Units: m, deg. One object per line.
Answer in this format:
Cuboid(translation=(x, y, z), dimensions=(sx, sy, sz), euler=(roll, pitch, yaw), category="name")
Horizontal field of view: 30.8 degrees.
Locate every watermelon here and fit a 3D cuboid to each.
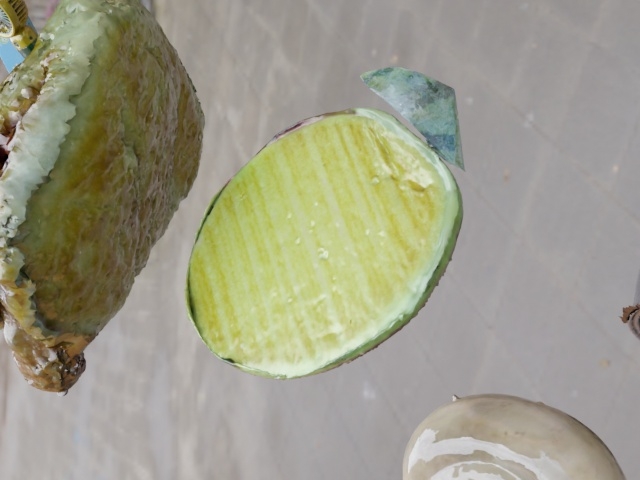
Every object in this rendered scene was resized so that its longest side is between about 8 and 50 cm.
Cuboid(translation=(0.132, -0.165, 1.497), dimensions=(0.081, 0.180, 0.094), euler=(-46, 8, -11), category="watermelon")

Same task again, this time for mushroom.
Cuboid(translation=(0.182, 0.325, 1.284), dimensions=(0.292, 0.290, 0.292), euler=(16, 114, 40), category="mushroom")

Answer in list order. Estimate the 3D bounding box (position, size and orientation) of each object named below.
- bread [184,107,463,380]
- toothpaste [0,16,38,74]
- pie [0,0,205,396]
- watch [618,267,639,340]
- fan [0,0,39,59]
Cuboid(translation=(-0.004, 0.005, 1.104), dimensions=(0.301, 0.045, 0.301), euler=(-19, 50, 23), category="bread")
Cuboid(translation=(-0.489, -0.310, 1.920), dimensions=(0.266, 0.050, 0.065), euler=(66, -150, -27), category="toothpaste")
Cuboid(translation=(-0.263, -0.084, 1.264), dimensions=(0.395, 0.180, 0.418), euler=(86, -152, -60), category="pie")
Cuboid(translation=(0.670, 0.080, 1.913), dimensions=(0.327, 0.335, 0.314), euler=(-5, 59, 41), category="watch")
Cuboid(translation=(-0.406, -0.284, 1.554), dimensions=(0.082, 0.155, 0.039), euler=(1, 45, 47), category="fan")
